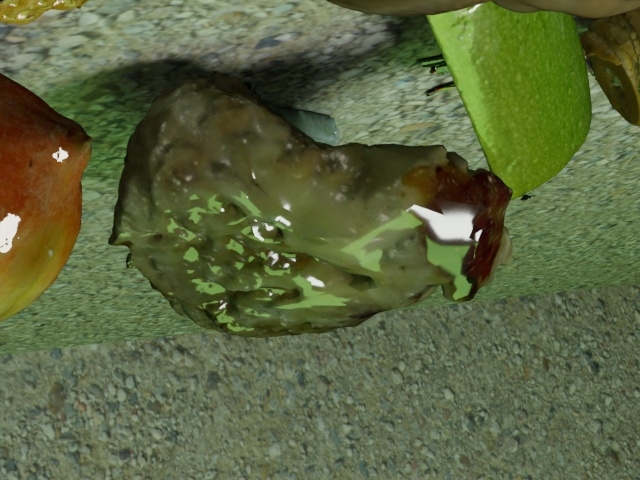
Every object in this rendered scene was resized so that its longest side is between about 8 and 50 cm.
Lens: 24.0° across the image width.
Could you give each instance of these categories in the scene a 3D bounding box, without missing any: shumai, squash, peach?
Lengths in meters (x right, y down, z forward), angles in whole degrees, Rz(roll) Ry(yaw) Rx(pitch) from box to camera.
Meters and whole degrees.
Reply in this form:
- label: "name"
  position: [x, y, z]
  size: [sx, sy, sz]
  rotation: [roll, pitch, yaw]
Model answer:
- label: "shumai"
  position: [0.002, 0.002, 1.327]
  size: [0.283, 0.217, 0.346]
  rotation: [23, 165, 30]
- label: "squash"
  position: [0.157, -0.194, 1.283]
  size: [0.111, 0.203, 0.288]
  rotation: [-16, 132, 14]
- label: "peach"
  position: [-0.285, -0.041, 1.120]
  size: [0.257, 0.232, 0.232]
  rotation: [-26, 165, 20]

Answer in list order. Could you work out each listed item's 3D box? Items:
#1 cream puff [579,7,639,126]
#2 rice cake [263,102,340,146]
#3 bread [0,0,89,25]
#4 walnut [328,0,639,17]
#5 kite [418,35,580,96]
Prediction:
- label: "cream puff"
  position: [0.305, -0.166, 1.390]
  size: [0.104, 0.119, 0.133]
  rotation: [-32, -176, -9]
- label: "rice cake"
  position: [-0.053, -0.113, 1.484]
  size: [0.043, 0.034, 0.211]
  rotation: [-22, 166, 30]
- label: "bread"
  position: [-0.177, -0.176, 0.986]
  size: [0.111, 0.044, 0.083]
  rotation: [-16, 170, 9]
- label: "walnut"
  position: [0.055, -0.199, 0.553]
  size: [0.227, 0.273, 0.273]
  rotation: [-46, 172, -6]
- label: "kite"
  position: [0.189, -0.170, 1.509]
  size: [0.183, 0.014, 0.241]
  rotation: [-17, 169, 31]
